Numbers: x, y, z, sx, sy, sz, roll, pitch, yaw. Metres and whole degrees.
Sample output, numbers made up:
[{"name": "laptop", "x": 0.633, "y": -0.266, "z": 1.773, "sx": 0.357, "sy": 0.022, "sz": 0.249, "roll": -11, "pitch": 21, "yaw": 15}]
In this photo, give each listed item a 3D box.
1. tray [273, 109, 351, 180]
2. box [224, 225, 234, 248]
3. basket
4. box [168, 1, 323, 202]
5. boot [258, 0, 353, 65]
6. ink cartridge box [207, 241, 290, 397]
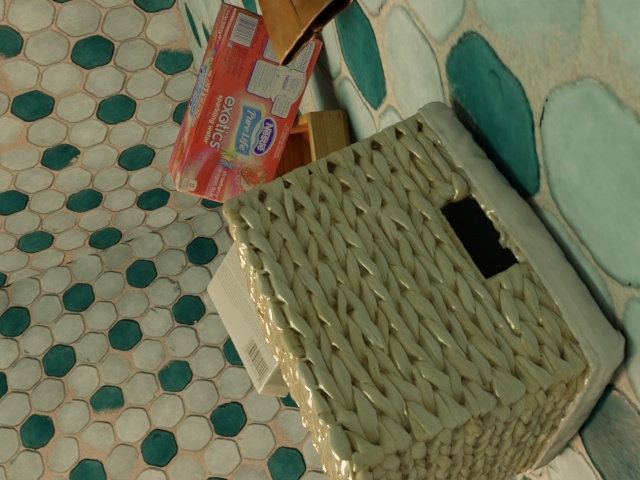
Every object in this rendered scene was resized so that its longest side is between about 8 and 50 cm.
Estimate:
[{"name": "tray", "x": 0.000, "y": 0.000, "z": 1.274, "sx": 0.202, "sy": 0.076, "sz": 0.411, "roll": 179, "pitch": 82, "yaw": -66}, {"name": "box", "x": -0.063, "y": 0.014, "z": 1.544, "sx": 0.056, "sy": 0.231, "sz": 0.183, "roll": 52, "pitch": 161, "yaw": 50}, {"name": "basket", "x": 0.088, "y": 0.102, "z": 0.805, "sx": 0.331, "sy": 0.266, "sz": 0.328, "roll": 81, "pitch": 164, "yaw": -57}, {"name": "box", "x": -0.130, "y": -0.219, "z": 1.234, "sx": 0.300, "sy": 0.154, "sz": 0.142, "roll": -69, "pitch": 23, "yaw": 15}, {"name": "boot", "x": -0.089, "y": -0.375, "z": 1.056, "sx": 0.264, "sy": 0.096, "sz": 0.281, "roll": -29, "pitch": 81, "yaw": 37}, {"name": "ink cartridge box", "x": -0.076, "y": 0.075, "z": 1.303, "sx": 0.261, "sy": 0.066, "sz": 0.296, "roll": -58, "pitch": 39, "yaw": 19}]
